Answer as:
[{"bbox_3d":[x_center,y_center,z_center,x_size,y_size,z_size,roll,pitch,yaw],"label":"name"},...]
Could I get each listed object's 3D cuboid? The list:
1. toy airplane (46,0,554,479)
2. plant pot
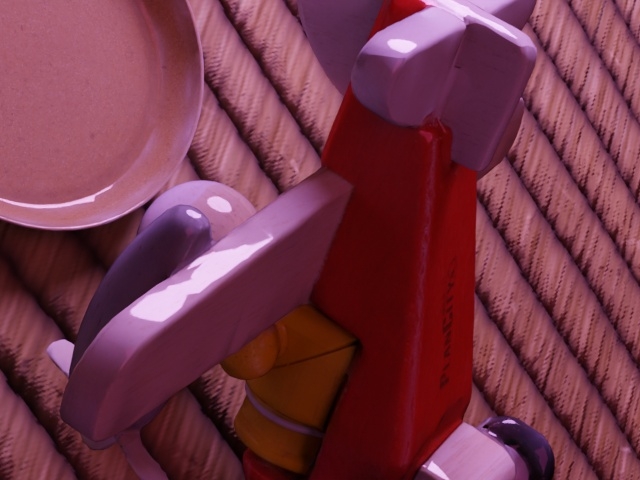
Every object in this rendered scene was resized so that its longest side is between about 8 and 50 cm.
[{"bbox_3d":[0.000,0.000,1.016,0.386,0.272,0.384,47,60,-56],"label":"toy airplane"},{"bbox_3d":[-0.182,-0.120,1.059,0.236,0.032,0.236,8,76,-35],"label":"plant pot"}]
